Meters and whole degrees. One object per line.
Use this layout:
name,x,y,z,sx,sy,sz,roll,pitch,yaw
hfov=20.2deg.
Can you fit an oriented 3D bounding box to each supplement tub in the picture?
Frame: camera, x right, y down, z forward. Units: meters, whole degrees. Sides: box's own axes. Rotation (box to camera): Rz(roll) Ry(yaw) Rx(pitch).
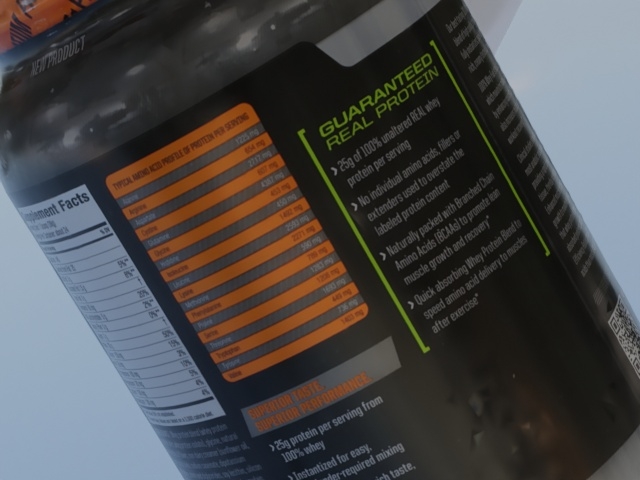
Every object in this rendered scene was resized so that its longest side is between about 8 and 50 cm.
supplement tub,0.000,0.000,0.431,0.117,0.190,0.117,-28,-169,6

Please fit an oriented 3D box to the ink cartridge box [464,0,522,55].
ink cartridge box,0.033,-0.244,1.357,0.117,0.207,0.283,-4,-135,-35
